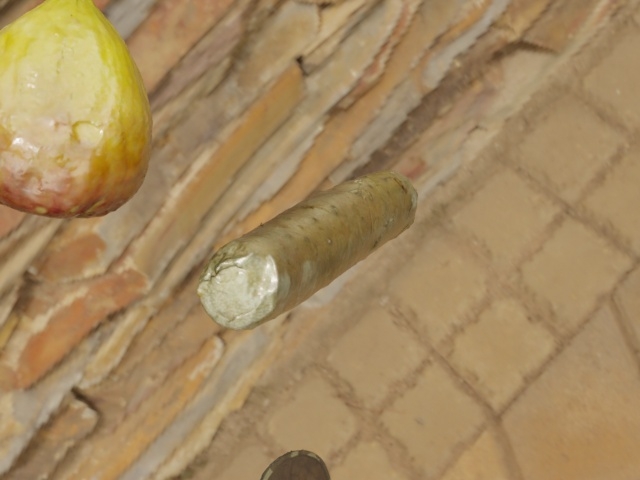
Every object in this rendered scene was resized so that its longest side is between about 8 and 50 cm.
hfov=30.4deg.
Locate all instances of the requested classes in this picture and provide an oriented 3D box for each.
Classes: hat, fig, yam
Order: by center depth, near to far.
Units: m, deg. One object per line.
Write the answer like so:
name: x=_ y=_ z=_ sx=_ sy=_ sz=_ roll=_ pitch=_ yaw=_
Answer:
hat: x=-0.028 y=0.184 z=0.719 sx=0.050 sy=0.121 sz=0.121 roll=-10 pitch=62 yaw=18
yam: x=0.000 y=0.000 z=0.924 sx=0.067 sy=0.317 sz=0.071 roll=-7 pitch=100 yaw=25
fig: x=-0.209 y=-0.148 z=0.951 sx=0.159 sy=0.159 sz=0.257 roll=8 pitch=97 yaw=31
